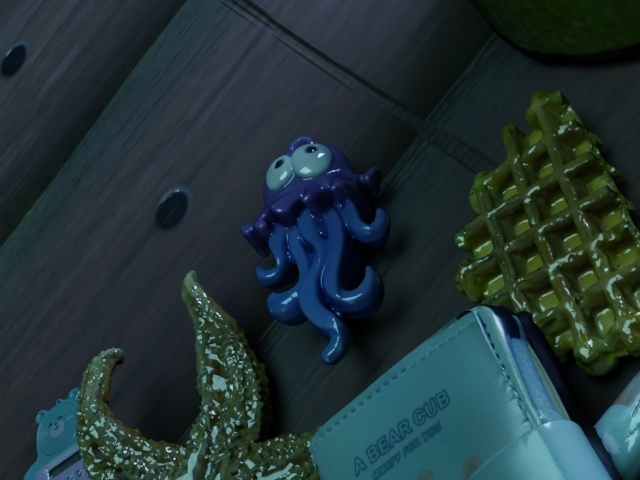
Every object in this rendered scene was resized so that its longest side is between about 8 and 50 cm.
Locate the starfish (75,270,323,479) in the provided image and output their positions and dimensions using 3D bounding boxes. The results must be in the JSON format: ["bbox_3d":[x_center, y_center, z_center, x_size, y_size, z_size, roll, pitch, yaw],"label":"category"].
[{"bbox_3d":[-0.057,0.164,1.054,0.302,0.060,0.299,7,61,30],"label":"starfish"}]

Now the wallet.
[{"bbox_3d":[0.095,0.175,0.882,0.176,0.075,0.250,-43,51,26],"label":"wallet"}]

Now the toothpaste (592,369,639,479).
[{"bbox_3d":[0.177,0.114,0.902,0.205,0.036,0.056,-53,41,8],"label":"toothpaste"}]

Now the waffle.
[{"bbox_3d":[0.162,-0.004,0.977,0.192,0.046,0.160,28,85,45],"label":"waffle"}]

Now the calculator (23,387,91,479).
[{"bbox_3d":[-0.190,0.177,1.187,0.094,0.019,0.141,-36,47,22],"label":"calculator"}]

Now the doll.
[{"bbox_3d":[0.000,0.000,1.095,0.110,0.067,0.206,-23,48,12],"label":"doll"}]

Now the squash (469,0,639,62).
[{"bbox_3d":[0.146,-0.318,0.994,0.310,0.309,0.310,-20,53,29],"label":"squash"}]
